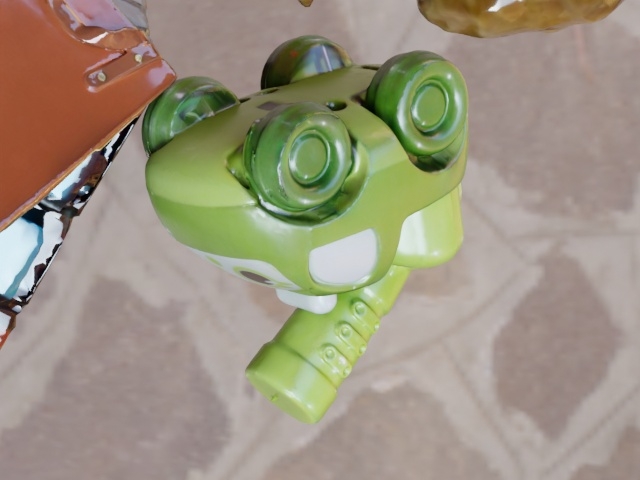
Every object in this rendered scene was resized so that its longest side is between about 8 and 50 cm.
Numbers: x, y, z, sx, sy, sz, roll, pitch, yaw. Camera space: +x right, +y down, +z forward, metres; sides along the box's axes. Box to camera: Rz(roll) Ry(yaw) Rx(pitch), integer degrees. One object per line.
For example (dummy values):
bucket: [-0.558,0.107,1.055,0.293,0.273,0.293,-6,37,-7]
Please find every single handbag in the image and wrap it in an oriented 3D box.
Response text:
handbag: [-0.178,-0.076,1.035,0.127,0.063,0.190,49,52,-4]

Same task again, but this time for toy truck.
toy truck: [0.008,-0.020,1.169,0.187,0.148,0.210,-41,122,-26]

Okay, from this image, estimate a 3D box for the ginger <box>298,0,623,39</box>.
ginger: [0.073,-0.226,0.954,0.357,0.274,0.152,12,53,-27]

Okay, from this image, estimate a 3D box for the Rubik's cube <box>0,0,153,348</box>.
Rubik's cube: [-0.289,-0.085,1.267,0.288,0.293,0.283,29,101,-17]
